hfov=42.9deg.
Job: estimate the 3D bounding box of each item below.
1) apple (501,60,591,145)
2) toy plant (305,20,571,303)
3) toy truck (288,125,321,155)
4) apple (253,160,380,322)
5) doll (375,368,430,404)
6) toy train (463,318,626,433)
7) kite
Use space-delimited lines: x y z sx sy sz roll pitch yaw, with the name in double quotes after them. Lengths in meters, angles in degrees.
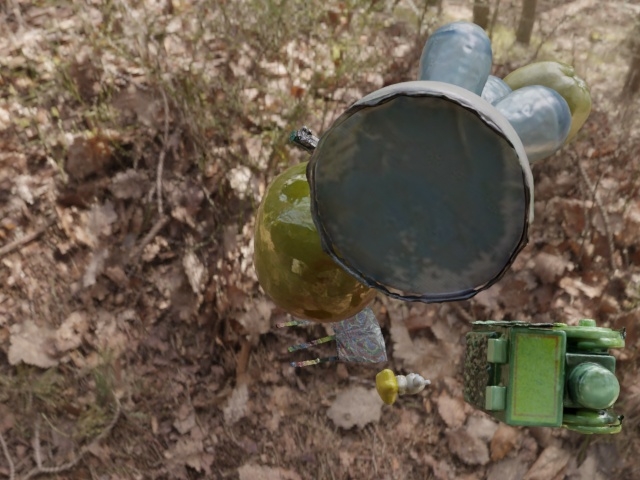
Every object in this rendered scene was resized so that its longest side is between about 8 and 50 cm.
0.445 -0.270 1.651 0.200 0.200 0.200 -1 55 1 "apple"
0.148 -0.107 0.918 0.247 0.247 0.332 18 33 14 "toy plant"
-0.028 -0.217 1.804 0.044 0.083 0.039 -26 48 40 "toy truck"
0.000 0.000 1.215 0.194 0.261 0.261 10 55 0 "apple"
0.175 0.303 1.699 0.113 0.135 0.071 5 71 -28 "doll"
0.305 0.185 1.132 0.188 0.271 0.159 4 85 -3 "toy train"
0.025 0.206 1.742 0.285 0.015 0.152 -3 68 -42 "kite"
